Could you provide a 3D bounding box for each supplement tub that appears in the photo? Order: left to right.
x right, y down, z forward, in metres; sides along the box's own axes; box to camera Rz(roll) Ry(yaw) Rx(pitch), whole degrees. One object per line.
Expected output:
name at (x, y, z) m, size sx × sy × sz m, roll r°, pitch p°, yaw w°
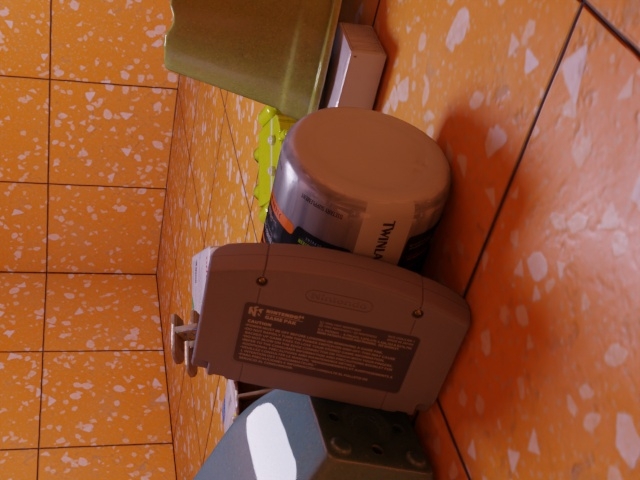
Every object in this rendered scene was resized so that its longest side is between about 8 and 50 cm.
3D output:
supplement tub at (0.024, 0.021, 1.101) m, size 0.207 × 0.207 × 0.338 m, roll -107°, pitch 24°, yaw -47°

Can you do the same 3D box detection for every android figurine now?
android figurine at (-0.093, -0.159, 1.777) m, size 0.273 × 0.056 × 0.248 m, roll 164°, pitch 107°, yaw -74°

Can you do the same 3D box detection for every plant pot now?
plant pot at (-0.109, -0.337, 1.391) m, size 0.276 × 0.253 × 0.276 m, roll -168°, pitch 90°, yaw -86°
plant pot at (0.005, 0.318, 1.101) m, size 0.252 × 0.247 × 0.248 m, roll -64°, pitch 26°, yaw 24°

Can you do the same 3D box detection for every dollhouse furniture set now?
dollhouse furniture set at (-0.144, 0.235, 1.646) m, size 0.242 × 0.212 × 0.161 m, roll 63°, pitch -162°, yaw -59°

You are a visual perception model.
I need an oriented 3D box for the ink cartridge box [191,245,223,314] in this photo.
ink cartridge box at (-0.240, 0.125, 2.129) m, size 0.278 × 0.117 × 0.201 m, roll 160°, pitch 111°, yaw -73°

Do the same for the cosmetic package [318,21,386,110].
cosmetic package at (0.038, -0.200, 1.328) m, size 0.099 × 0.060 × 0.239 m, roll -103°, pitch 22°, yaw -50°

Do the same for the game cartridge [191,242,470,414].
game cartridge at (0.010, 0.100, 1.000) m, size 0.062 × 0.297 × 0.198 m, roll -84°, pitch 8°, yaw -55°

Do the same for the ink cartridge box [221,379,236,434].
ink cartridge box at (-0.159, 0.422, 1.898) m, size 0.231 × 0.078 × 0.134 m, roll -106°, pitch 24°, yaw -46°
